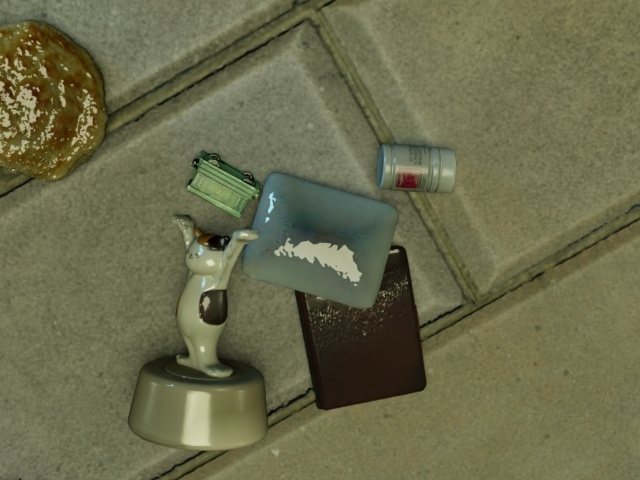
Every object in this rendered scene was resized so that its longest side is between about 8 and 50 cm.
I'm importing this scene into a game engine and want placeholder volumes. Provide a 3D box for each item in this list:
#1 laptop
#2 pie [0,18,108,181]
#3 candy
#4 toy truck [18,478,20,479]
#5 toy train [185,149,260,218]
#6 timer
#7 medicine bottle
[{"bbox_3d":[0.053,0.115,1.395,0.154,0.026,0.207,-11,106,-4],"label":"laptop"},{"bbox_3d":[-0.337,-0.164,1.262,0.163,0.079,0.193,-12,105,-10],"label":"pie"},{"bbox_3d":[0.000,0.000,1.320,0.174,0.071,0.138,16,84,1],"label":"candy"},{"bbox_3d":[-0.417,0.422,1.403,0.115,0.080,0.177,-17,104,5],"label":"toy truck"},{"bbox_3d":[-0.123,-0.070,1.325,0.093,0.038,0.056,29,106,-12],"label":"toy train"},{"bbox_3d":[-0.143,0.107,1.311,0.175,0.175,0.266,4,97,-6],"label":"timer"},{"bbox_3d":[0.120,-0.090,1.329,0.091,0.058,0.058,3,104,-6],"label":"medicine bottle"}]
